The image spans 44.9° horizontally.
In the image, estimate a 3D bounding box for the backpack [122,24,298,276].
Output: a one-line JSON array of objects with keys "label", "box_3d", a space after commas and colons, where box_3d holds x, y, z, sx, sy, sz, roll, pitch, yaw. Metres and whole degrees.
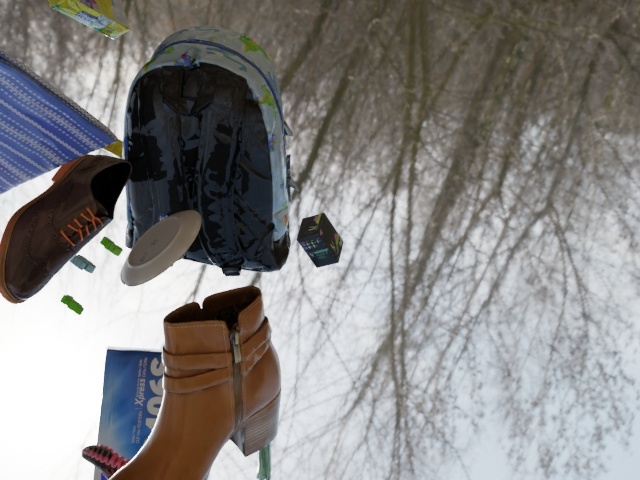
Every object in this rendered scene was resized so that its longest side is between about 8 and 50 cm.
[{"label": "backpack", "box_3d": [-0.177, -0.152, 1.216, 0.290, 0.356, 0.273, 7, -130, 10]}]

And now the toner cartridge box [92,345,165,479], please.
[{"label": "toner cartridge box", "box_3d": [-0.400, 0.410, 1.679, 0.165, 0.348, 0.075, 5, 176, -15]}]

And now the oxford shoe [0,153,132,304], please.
[{"label": "oxford shoe", "box_3d": [-0.361, -0.027, 1.099, 0.098, 0.097, 0.271, -2, -130, 30]}]

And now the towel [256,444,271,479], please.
[{"label": "towel", "box_3d": [-0.149, 0.328, 1.679, 0.038, 0.248, 0.325, -6, -139, -11]}]

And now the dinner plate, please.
[{"label": "dinner plate", "box_3d": [-0.223, 0.005, 1.061, 0.017, 0.141, 0.141, 49, -176, -30]}]

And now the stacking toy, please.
[{"label": "stacking toy", "box_3d": [-0.530, 0.032, 1.652, 0.221, 0.167, 0.052, 35, -176, 26]}]

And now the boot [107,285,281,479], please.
[{"label": "boot", "box_3d": [-0.156, 0.192, 0.890, 0.283, 0.220, 0.109, -24, -145, -34]}]

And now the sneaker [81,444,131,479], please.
[{"label": "sneaker", "box_3d": [-0.339, 0.376, 1.260, 0.119, 0.057, 0.047, 24, -168, 5]}]

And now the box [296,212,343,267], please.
[{"label": "box", "box_3d": [0.000, 0.000, 1.479, 0.052, 0.083, 0.062, -15, -142, 27]}]

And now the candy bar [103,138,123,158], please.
[{"label": "candy bar", "box_3d": [-0.408, -0.187, 1.534, 0.161, 0.040, 0.018, 26, 167, 23]}]

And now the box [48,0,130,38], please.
[{"label": "box", "box_3d": [-0.393, -0.407, 1.262, 0.179, 0.043, 0.105, 17, -129, -67]}]

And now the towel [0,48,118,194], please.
[{"label": "towel", "box_3d": [-0.479, -0.141, 1.046, 0.243, 0.336, 0.040, 38, -136, -45]}]
